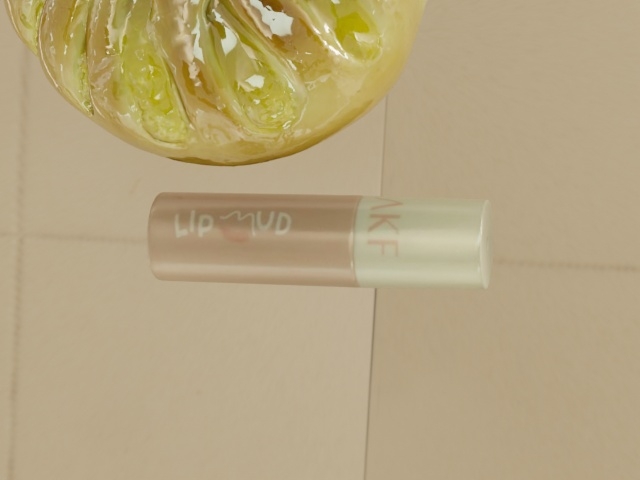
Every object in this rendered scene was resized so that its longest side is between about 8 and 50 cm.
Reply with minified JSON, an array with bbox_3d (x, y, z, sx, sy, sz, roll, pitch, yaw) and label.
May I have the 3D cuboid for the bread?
[{"bbox_3d":[-0.076,-0.214,1.268,0.333,0.160,0.333,0,71,1],"label":"bread"}]

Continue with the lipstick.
[{"bbox_3d":[0.000,0.000,1.389,0.254,0.070,0.070,2,97,13],"label":"lipstick"}]
